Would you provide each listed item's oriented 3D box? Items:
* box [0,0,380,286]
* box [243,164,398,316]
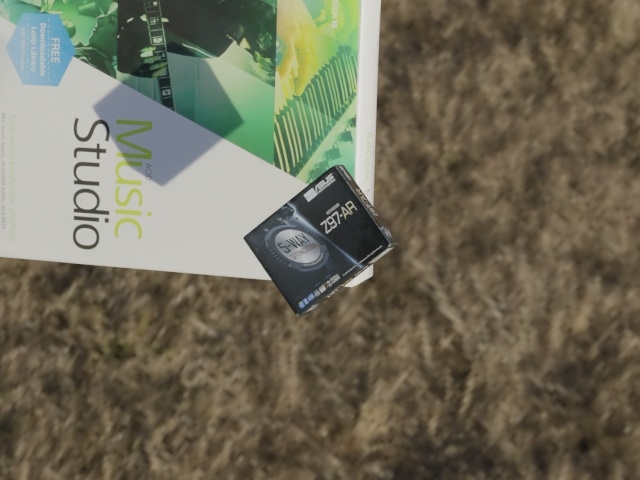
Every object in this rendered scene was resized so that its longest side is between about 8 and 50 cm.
[{"bbox_3d":[-0.116,-0.092,1.237,0.322,0.232,0.058,4,10,15],"label":"box"},{"bbox_3d":[0.000,0.000,1.086,0.067,0.083,0.018,56,18,9],"label":"box"}]
